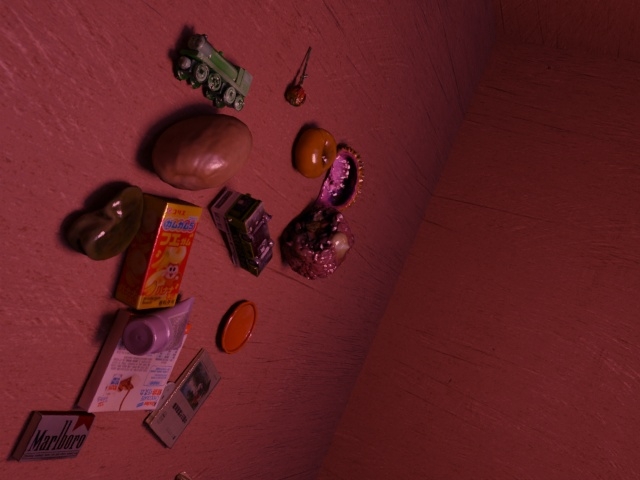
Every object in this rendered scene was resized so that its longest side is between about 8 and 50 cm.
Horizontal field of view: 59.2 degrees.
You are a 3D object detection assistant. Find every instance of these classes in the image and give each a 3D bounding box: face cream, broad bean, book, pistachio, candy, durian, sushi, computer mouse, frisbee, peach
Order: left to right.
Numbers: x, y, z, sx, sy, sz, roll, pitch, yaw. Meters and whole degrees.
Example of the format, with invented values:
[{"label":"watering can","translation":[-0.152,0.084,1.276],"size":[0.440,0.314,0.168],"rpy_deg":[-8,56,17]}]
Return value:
[{"label":"broad bean","translation":[-0.462,-0.035,1.261],"size":[0.207,0.072,0.153],"rpy_deg":[-45,158,-44]},{"label":"computer mouse","translation":[-0.475,0.456,1.658],"size":[0.110,0.032,0.056],"rpy_deg":[-54,152,-7]},{"label":"candy","translation":[-0.403,0.029,1.411],"size":[0.146,0.088,0.276],"rpy_deg":[9,100,-63]},{"label":"face cream","translation":[-0.405,0.230,1.473],"size":[0.274,0.096,0.154],"rpy_deg":[5,99,-78]},{"label":"book","translation":[-0.428,0.504,1.799],"size":[0.282,0.025,0.214],"rpy_deg":[-55,153,-30]},{"label":"pistachio","translation":[-0.283,-0.216,1.382],"size":[0.293,0.181,0.162],"rpy_deg":[-40,179,-41]},{"label":"frisbee","translation":[-0.281,0.292,1.913],"size":[0.192,0.035,0.192],"rpy_deg":[-45,147,-41]},{"label":"candy","translation":[-0.057,-0.508,1.745],"size":[0.060,0.061,0.200],"rpy_deg":[34,70,-64]},{"label":"peach","translation":[-0.016,-0.297,1.912],"size":[0.179,0.103,0.179],"rpy_deg":[-40,140,-46]},{"label":"sushi","translation":[0.000,0.000,2.031],"size":[0.270,0.237,0.170],"rpy_deg":[-47,139,-32]},{"label":"durian","translation":[0.093,-0.235,2.181],"size":[0.186,0.154,0.260],"rpy_deg":[-71,-177,-74]}]

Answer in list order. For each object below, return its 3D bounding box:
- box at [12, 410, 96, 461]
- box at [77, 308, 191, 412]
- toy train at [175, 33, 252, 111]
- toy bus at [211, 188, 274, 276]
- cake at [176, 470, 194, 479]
[{"label":"box","translation":[-0.631,0.464,1.347],"size":[0.115,0.036,0.177],"rpy_deg":[-65,154,-8]},{"label":"box","translation":[-0.487,0.327,1.513],"size":[0.264,0.048,0.273],"rpy_deg":[-68,156,-7]},{"label":"toy train","translation":[-0.255,-0.408,1.384],"size":[0.251,0.085,0.119],"rpy_deg":[29,77,-67]},{"label":"toy bus","translation":[-0.223,-0.016,1.685],"size":[0.113,0.139,0.301],"rpy_deg":[-54,159,-28]},{"label":"cake","translation":[-0.480,0.871,1.944],"size":[0.051,0.055,0.140],"rpy_deg":[-17,126,-67]}]
